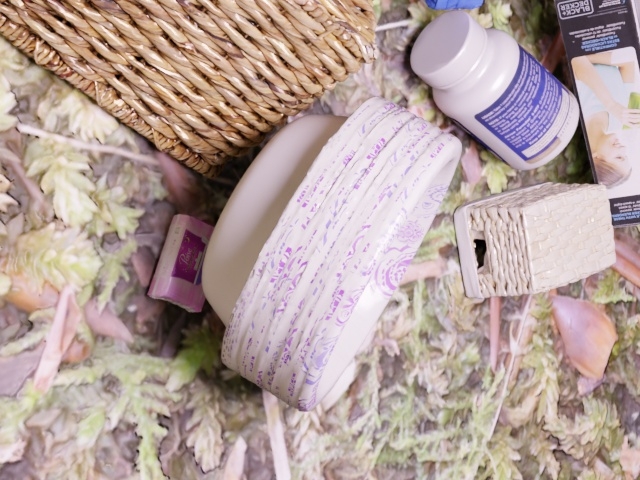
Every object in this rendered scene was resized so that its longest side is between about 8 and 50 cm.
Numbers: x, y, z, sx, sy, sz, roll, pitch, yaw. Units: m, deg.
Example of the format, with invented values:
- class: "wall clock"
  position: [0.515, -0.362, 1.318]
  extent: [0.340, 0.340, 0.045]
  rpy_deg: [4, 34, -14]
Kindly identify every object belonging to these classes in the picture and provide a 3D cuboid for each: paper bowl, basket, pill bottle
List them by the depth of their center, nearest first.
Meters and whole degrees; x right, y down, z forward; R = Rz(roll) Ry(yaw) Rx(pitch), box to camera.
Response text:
- class: "basket"
  position: [-0.124, -0.245, 1.039]
  extent: [0.299, 0.223, 0.213]
  rpy_deg: [34, 37, -34]
- class: "paper bowl"
  position: [0.000, 0.000, 1.054]
  extent: [0.148, 0.284, 0.284]
  rpy_deg: [30, 65, 11]
- class: "pill bottle"
  position: [0.190, -0.168, 1.282]
  extent: [0.187, 0.112, 0.112]
  rpy_deg: [34, 70, -35]
- class: "basket"
  position: [0.252, -0.002, 1.341]
  extent: [0.167, 0.103, 0.113]
  rpy_deg: [-15, 99, -37]

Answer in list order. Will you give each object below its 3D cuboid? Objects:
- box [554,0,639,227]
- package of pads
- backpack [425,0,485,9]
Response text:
- class: "box"
  position: [0.361, -0.180, 1.382]
  extent: [0.169, 0.087, 0.290]
  rpy_deg: [-54, 131, -58]
- class: "package of pads"
  position: [-0.125, 0.021, 1.080]
  extent: [0.050, 0.032, 0.083]
  rpy_deg: [26, 75, -39]
- class: "backpack"
  position: [0.132, -0.299, 1.221]
  extent: [0.101, 0.098, 0.120]
  rpy_deg: [-7, 53, -4]
